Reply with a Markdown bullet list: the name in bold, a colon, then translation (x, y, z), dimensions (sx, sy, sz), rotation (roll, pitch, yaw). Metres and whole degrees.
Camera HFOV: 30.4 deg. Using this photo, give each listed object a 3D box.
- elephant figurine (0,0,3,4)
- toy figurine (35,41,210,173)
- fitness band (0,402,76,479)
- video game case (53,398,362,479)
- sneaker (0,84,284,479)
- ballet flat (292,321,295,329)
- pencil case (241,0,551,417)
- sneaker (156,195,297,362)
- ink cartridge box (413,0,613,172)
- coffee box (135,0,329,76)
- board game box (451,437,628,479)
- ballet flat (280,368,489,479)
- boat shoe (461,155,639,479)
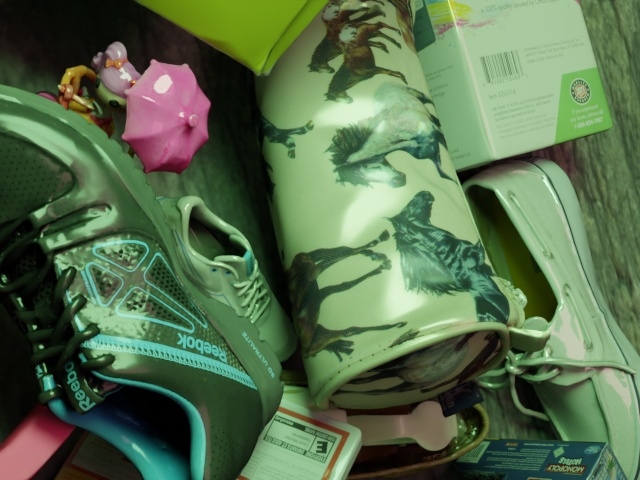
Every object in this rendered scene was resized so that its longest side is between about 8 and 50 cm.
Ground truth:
- **elephant figurine**: translation (-0.294, -0.197, 0.826), dimensions (0.239, 0.186, 0.169), rotation (38, 19, -32)
- **toy figurine**: translation (-0.154, -0.086, 0.885), dimensions (0.173, 0.159, 0.130), rotation (54, 37, 7)
- **fitness band**: translation (-0.249, 0.065, 0.809), dimensions (0.209, 0.054, 0.291), rotation (47, 29, -8)
- **video game case**: translation (-0.117, 0.227, 0.871), dimensions (0.025, 0.204, 0.285), rotation (83, 31, -53)
- **sneaker**: translation (-0.157, 0.036, 0.802), dimensions (0.341, 0.125, 0.139), rotation (47, 30, -14)
- **ballet flat**: translation (0.000, 0.000, 1.085), dimensions (0.070, 0.070, 0.188), rotation (14, 68, -36)
- **pencil case**: translation (0.043, -0.060, 0.989), dimensions (0.184, 0.160, 0.410), rotation (-8, 62, -10)
- **sneaker**: translation (-0.076, 0.036, 1.001), dimensions (0.190, 0.083, 0.071), rotation (48, 53, -22)
- **ink cartridge box**: translation (0.157, -0.258, 1.229), dimensions (0.207, 0.119, 0.353), rotation (-16, 92, -40)
- **coffee box**: translation (-0.089, -0.393, 0.840), dimensions (0.338, 0.338, 0.334), rotation (27, 31, -31)
- **board game box**: translation (0.242, 0.275, 1.134), dimensions (0.194, 0.194, 0.060), rotation (49, 59, -19)
- **ballet flat**: translation (0.016, 0.166, 1.018), dimensions (0.343, 0.124, 0.116), rotation (6, 76, -38)
- **boat shoe**: translation (0.224, 0.096, 1.197), dimensions (0.157, 0.136, 0.367), rotation (-14, 86, -40)
